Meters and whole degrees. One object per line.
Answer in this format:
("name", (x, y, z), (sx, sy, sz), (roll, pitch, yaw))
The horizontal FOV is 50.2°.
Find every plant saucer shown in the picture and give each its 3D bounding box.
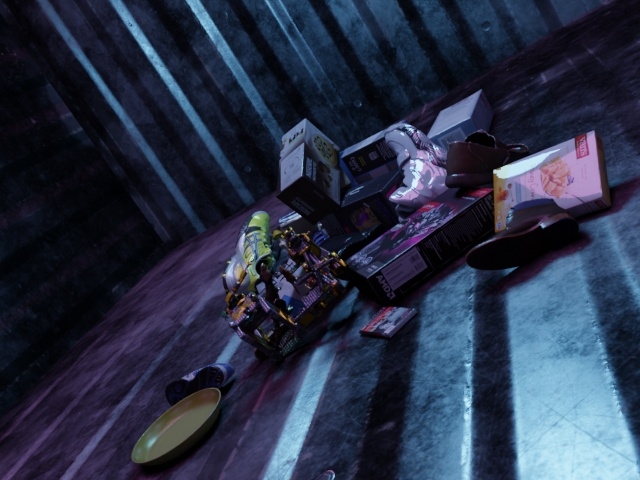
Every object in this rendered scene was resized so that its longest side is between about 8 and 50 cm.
("plant saucer", (-0.319, 0.430, 1.558), (0.241, 0.037, 0.241), (-30, 14, 8))

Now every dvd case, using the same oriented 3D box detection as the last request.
("dvd case", (0.142, 0.173, 1.458), (0.087, 0.013, 0.119), (-39, 13, -25))

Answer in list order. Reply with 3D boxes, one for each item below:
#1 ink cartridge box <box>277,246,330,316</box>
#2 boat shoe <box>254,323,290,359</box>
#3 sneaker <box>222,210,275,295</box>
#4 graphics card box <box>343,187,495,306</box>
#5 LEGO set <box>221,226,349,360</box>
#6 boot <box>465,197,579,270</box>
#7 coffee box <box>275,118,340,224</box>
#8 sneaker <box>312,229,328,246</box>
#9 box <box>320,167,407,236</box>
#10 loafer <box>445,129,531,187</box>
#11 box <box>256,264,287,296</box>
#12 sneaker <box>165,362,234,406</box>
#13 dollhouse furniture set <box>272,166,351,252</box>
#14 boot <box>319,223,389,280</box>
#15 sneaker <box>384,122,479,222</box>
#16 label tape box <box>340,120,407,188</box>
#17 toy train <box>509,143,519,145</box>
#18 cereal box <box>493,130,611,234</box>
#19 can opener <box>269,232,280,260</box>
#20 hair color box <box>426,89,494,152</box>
("ink cartridge box", (-0.049, 0.107, 1.810), (0.191, 0.082, 0.139), (-66, 19, -6))
("boat shoe", (-0.114, 0.243, 1.721), (0.135, 0.050, 0.045), (-35, 19, -9))
("sneaker", (-0.222, 0.049, 2.425), (0.147, 0.145, 0.385), (-3, 47, 18))
("graphics card box", (0.246, 0.003, 1.650), (0.371, 0.094, 0.233), (-35, 14, -6))
("LEGO set", (-0.110, 0.109, 1.617), (0.331, 0.192, 0.255), (-38, 49, 8))
("boot", (0.389, -0.013, 1.359), (0.219, 0.082, 0.106), (-19, 31, 11))
("coffee box", (-0.035, -0.216, 2.133), (0.119, 0.168, 0.297), (-34, 34, 29))
("sneaker", (0.000, 0.000, 2.309), (0.053, 0.059, 0.144), (-32, 14, -6))
("box", (0.152, -0.093, 2.102), (0.270, 0.143, 0.165), (-21, 19, 41))
("loafer", (0.438, -0.219, 1.738), (0.133, 0.130, 0.366), (-1, 11, 37))
("box", (-0.096, 0.132, 2.065), (0.183, 0.056, 0.231), (-33, 13, -4))
("sneaker", (-0.302, 0.364, 1.712), (0.211, 0.080, 0.081), (-25, -6, 28))
("dollhouse furniture set", (-0.060, -0.139, 2.360), (0.303, 0.198, 0.286), (-28, -25, -5))
("boot", (0.060, 0.046, 1.923), (0.207, 0.094, 0.246), (-17, 18, 47))
("sneaker", (0.254, -0.179, 1.922), (0.210, 0.137, 0.366), (-41, 53, -6))
("label tape box", (0.192, -0.213, 2.232), (0.333, 0.241, 0.106), (-22, 19, 43))
("toy train", (0.536, -0.239, 1.990), (0.036, 0.027, 0.158), (2, 35, 50))
("cereal box", (0.483, -0.114, 1.449), (0.240, 0.047, 0.173), (-23, 48, 39))
("can opener", (-0.200, 0.036, 2.677), (0.283, 0.076, 0.095), (-86, 22, -73))
("hair color box", (0.511, -0.415, 2.488), (0.185, 0.114, 0.374), (-25, 16, 29))
